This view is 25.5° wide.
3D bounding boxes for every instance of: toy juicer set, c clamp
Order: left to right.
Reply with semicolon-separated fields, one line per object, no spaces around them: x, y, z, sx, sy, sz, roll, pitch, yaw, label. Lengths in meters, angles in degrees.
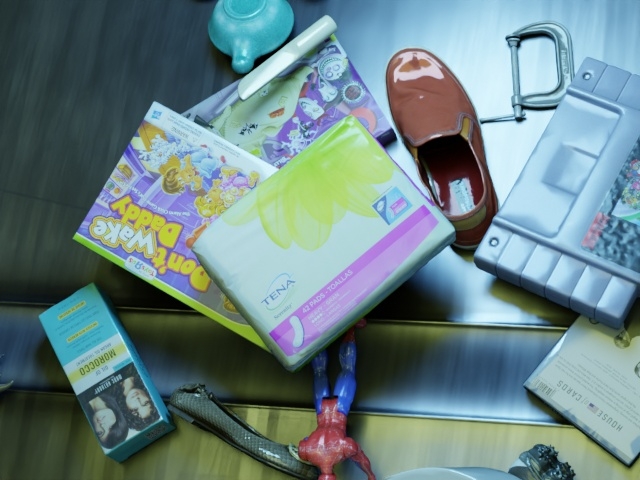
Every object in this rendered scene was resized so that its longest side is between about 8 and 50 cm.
-0.074;-0.352;2.181;0.209;0.089;0.329;-22;57;-4;toy juicer set
0.305;-0.251;2.082;0.137;0.022;0.160;0;71;14;c clamp

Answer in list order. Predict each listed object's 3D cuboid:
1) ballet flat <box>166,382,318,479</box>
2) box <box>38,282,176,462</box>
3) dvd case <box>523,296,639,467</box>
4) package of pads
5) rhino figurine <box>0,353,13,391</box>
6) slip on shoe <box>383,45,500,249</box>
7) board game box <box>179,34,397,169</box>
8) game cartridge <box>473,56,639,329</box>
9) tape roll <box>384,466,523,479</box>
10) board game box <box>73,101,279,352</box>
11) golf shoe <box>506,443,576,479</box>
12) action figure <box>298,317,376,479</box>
-0.105;0.264;1.970;0.250;0.084;0.058;25;79;26;ballet flat
-0.311;0.190;2.053;0.100;0.060;0.244;-32;66;1;box
0.416;0.158;1.904;0.179;0.029;0.238;38;83;22;dvd case
0.000;0.000;1.921;0.296;0.101;0.229;-40;79;-1;package of pads
-0.566;0.181;2.114;0.243;0.073;0.106;13;77;16;rhino figurine
0.173;-0.147;2.035;0.123;0.101;0.331;-20;66;8;slip on shoe
-0.084;-0.152;2.131;0.347;0.056;0.208;-31;71;1;board game box
0.393;-0.072;1.958;0.230;0.068;0.355;23;71;25;game cartridge
0.171;0.405;1.768;0.246;0.169;0.246;-5;80;26;tape roll
-0.143;-0.013;2.032;0.347;0.078;0.233;29;85;10;board game box
0.315;0.364;1.841;0.094;0.077;0.198;-43;66;20;golf shoe
0.027;0.243;1.947;0.091;0.139;0.280;-7;47;15;action figure
